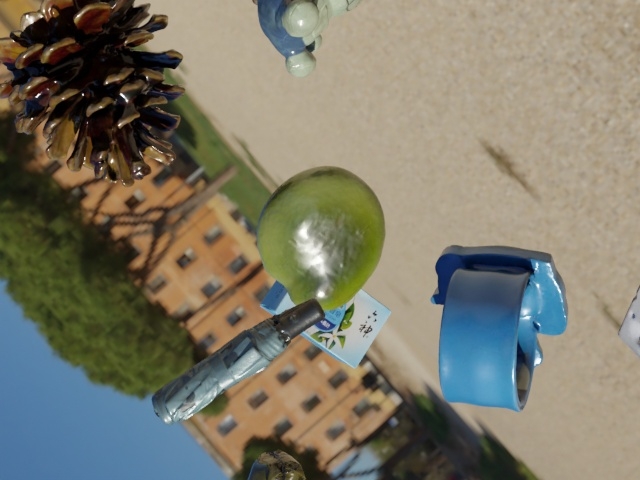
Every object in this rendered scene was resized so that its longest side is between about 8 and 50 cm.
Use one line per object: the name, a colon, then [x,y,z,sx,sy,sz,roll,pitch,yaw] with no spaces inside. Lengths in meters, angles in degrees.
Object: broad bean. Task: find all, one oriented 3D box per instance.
broad bean: [0.000,0.000,2.020,0.119,0.238,0.291,-93,8,-65]

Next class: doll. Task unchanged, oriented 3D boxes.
doll: [0.003,-0.436,1.915,0.154,0.258,0.228,42,164,19]

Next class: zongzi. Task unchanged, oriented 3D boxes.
zongzi: [-0.157,0.562,2.115,0.123,0.289,0.260,32,135,59]

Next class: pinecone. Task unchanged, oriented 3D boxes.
pinecone: [-0.398,-0.275,2.049,0.384,0.384,0.384,49,178,2]

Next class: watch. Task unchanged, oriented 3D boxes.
watch: [0.291,0.181,1.879,0.274,0.241,0.305,-61,-33,-51]

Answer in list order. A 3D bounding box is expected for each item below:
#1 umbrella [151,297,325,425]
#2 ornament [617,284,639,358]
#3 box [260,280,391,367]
umbrella: [-0.104,0.152,1.387,0.052,0.250,0.053,57,-179,-23]
ornament: [0.614,0.102,1.542,0.239,0.240,0.239,54,148,37]
box: [0.012,0.138,2.217,0.232,0.142,0.083,37,170,-25]
